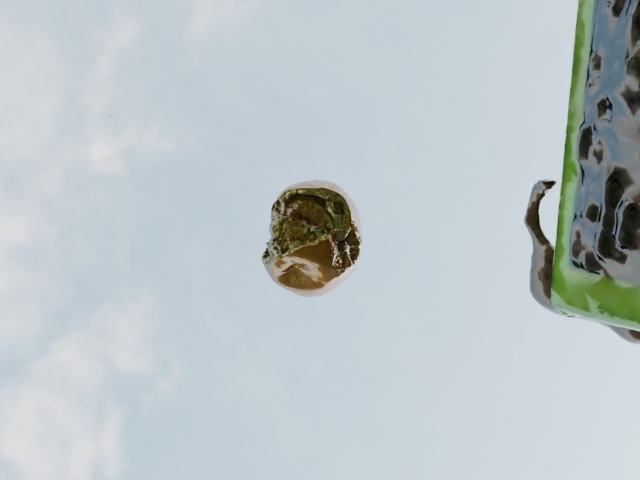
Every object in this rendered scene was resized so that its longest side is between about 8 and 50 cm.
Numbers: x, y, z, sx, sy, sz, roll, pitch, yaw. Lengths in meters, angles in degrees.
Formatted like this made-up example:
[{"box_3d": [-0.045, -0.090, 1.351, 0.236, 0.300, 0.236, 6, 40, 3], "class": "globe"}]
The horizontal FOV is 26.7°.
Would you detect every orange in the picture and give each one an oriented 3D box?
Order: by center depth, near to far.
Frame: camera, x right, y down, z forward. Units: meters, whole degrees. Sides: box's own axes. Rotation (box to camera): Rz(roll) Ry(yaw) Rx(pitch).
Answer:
[{"box_3d": [0.000, 0.000, 0.970, 0.062, 0.086, 0.086, 15, -86, 30], "class": "orange"}]

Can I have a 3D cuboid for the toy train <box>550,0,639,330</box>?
[{"box_3d": [0.253, -0.084, 0.747, 0.248, 0.173, 0.307, -4, -78, -42], "class": "toy train"}]

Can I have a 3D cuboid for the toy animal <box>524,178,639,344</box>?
[{"box_3d": [0.251, 0.048, 1.035, 0.093, 0.214, 0.186, 0, -85, -39], "class": "toy animal"}]
